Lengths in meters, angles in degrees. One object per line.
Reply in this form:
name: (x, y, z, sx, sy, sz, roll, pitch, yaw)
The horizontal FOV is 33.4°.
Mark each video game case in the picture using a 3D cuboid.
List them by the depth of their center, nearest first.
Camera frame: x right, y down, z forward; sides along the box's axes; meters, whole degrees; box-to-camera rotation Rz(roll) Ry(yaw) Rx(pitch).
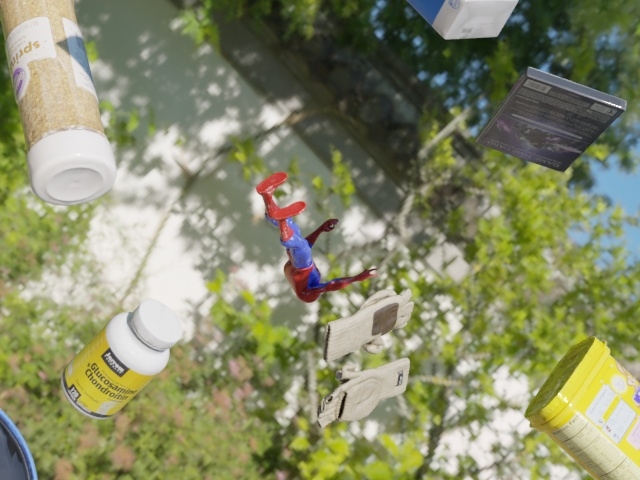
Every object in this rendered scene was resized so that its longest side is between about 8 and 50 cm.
video game case: (0.435, -0.225, 2.047, 0.196, 0.026, 0.274, 18, -23, -5)

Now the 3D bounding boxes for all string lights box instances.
string lights box: (0.179, -0.432, 1.712, 0.260, 0.133, 0.077, 51, -48, 26)

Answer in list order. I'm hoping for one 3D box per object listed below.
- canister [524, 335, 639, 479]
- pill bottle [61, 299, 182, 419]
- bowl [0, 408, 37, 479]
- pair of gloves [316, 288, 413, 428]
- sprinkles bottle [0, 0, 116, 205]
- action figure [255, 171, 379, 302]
canister: (0.327, 0.209, 1.187, 0.170, 0.126, 0.073, 43, -31, 1)
pill bottle: (-0.283, 0.168, 1.530, 0.103, 0.184, 0.103, 35, 28, -22)
bowl: (-0.612, 0.391, 1.595, 0.391, 0.391, 0.077, 48, -34, -5)
pair of gloves: (0.074, 0.196, 1.808, 0.042, 0.204, 0.240, 31, -47, 38)
sprinkles bottle: (-0.391, -0.224, 1.563, 0.121, 0.121, 0.355, 58, 11, -60)
action figure: (0.000, 0.000, 1.564, 0.280, 0.139, 0.091, 80, -17, -56)
